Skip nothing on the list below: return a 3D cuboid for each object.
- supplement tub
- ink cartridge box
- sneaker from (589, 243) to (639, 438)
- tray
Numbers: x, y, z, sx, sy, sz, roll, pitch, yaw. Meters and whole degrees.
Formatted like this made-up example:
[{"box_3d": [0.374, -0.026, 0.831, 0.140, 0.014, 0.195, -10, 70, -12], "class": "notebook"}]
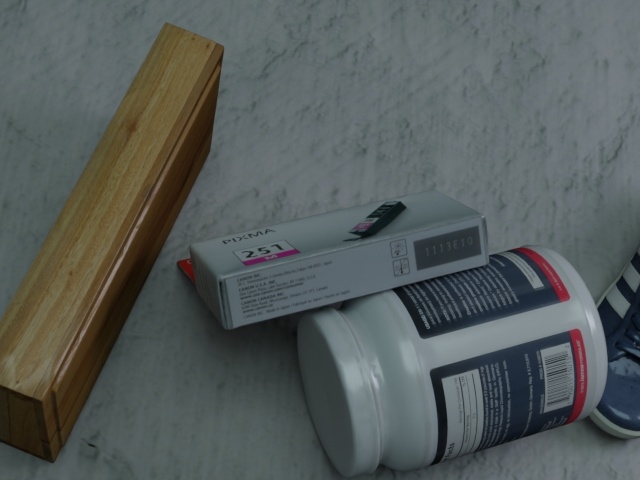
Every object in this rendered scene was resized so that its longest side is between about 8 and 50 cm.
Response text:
[{"box_3d": [0.131, 0.122, 1.159, 0.272, 0.191, 0.191, -13, 66, -16], "class": "supplement tub"}, {"box_3d": [0.000, 0.000, 1.185, 0.275, 0.239, 0.060, -13, 109, -16], "class": "ink cartridge box"}, {"box_3d": [0.392, 0.051, 1.262, 0.131, 0.148, 0.350, 28, 63, 5], "class": "sneaker"}, {"box_3d": [-0.210, 0.002, 1.156, 0.076, 0.203, 0.411, 21, 62, 1], "class": "tray"}]
